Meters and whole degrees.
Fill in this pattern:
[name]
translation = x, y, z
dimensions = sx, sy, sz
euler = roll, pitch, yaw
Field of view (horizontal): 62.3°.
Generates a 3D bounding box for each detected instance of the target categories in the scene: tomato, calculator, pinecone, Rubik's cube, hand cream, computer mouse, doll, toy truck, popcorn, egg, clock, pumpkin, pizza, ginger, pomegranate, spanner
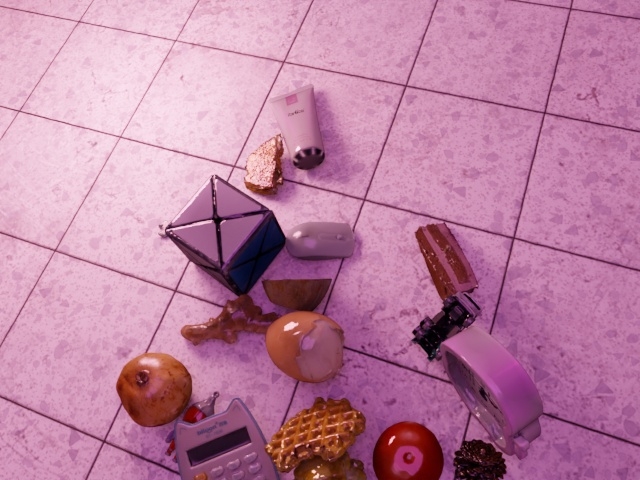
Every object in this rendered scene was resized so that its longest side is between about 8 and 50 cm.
[tomato]
translation = 0.232, 0.582, 1.409
dimensions = 0.195, 0.136, 0.195
euler = -3, 65, 7
[calculator]
translation = -0.247, 0.651, 1.462
dimensions = 0.256, 0.054, 0.386
euler = -22, 78, -3
[pinecone]
translation = 0.414, 0.595, 1.389
dimensions = 0.140, 0.140, 0.121
euler = 16, 102, 14
[Rubik's cube]
translation = -0.292, -0.016, 1.683
dimensions = 0.255, 0.260, 0.259
euler = 31, 72, 19
[hand cream]
translation = -0.076, -0.419, 1.914
dimensions = 0.185, 0.118, 0.359
euler = -20, 59, 7
[computer mouse]
translation = 0.000, 0.000, 1.735
dimensions = 0.231, 0.079, 0.128
euler = -7, 68, 2
[doll]
translation = -0.369, 0.539, 1.549
dimensions = 0.102, 0.075, 0.227
euler = 30, 78, 18
[toy truck]
translation = 0.367, 0.242, 1.522
dimensions = 0.110, 0.116, 0.216
euler = 47, 123, 23
[popcorn]
translation = 0.019, 0.657, 1.387
dimensions = 0.204, 0.183, 0.221
euler = -22, 64, 32
[egg]
translation = -0.048, 0.304, 1.540
dimensions = 0.244, 0.201, 0.201
euler = 13, 68, 26
[clock]
translation = 0.445, 0.387, 1.362
dimensions = 0.102, 0.338, 0.338
euler = -29, 66, -7
[pumpkin]
translation = -0.072, 0.165, 1.613
dimensions = 0.217, 0.217, 0.110
euler = 1, 90, 8
[pizza]
translation = -0.193, -0.262, 1.881
dimensions = 0.147, 0.069, 0.226
euler = -5, 70, 20
[ginger]
translation = -0.283, 0.257, 1.664
dimensions = 0.333, 0.081, 0.148
euler = -17, 81, 2
[pomegranate]
translation = -0.488, 0.432, 1.541
dimensions = 0.215, 0.215, 0.215
euler = -3, 66, 7
[spanner]
translation = -0.434, -0.091, 1.867
dimensions = 0.302, 0.017, 0.071
euler = -22, 65, -2

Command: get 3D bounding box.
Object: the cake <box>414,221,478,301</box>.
[cake]
translation = 0.388, 0.068, 1.653
dimensions = 0.116, 0.113, 0.295
euler = -13, 53, -4

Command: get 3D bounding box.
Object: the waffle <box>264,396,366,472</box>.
[waffle]
translation = -0.011, 0.517, 1.417
dimensions = 0.291, 0.291, 0.051
euler = -22, 103, -2
